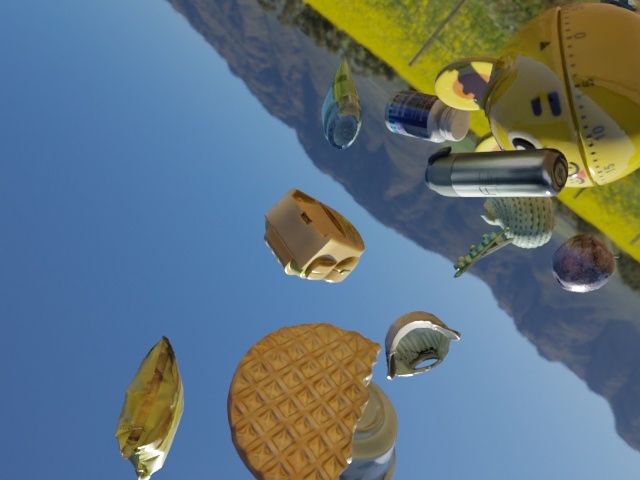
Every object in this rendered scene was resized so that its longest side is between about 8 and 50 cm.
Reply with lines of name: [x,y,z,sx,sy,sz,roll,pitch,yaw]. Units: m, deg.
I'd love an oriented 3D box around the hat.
hat: [0.257,0.275,1.840,0.161,0.232,0.275,56,-176,25]

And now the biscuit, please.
biscuit: [-0.029,0.226,0.968,0.204,0.040,0.309,24,-137,3]

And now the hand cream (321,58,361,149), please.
hand cream: [0.025,-0.185,0.917,0.046,0.095,0.175,13,-151,-14]

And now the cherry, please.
cherry: [0.817,0.075,2.055,0.195,0.195,0.195,36,-164,-12]

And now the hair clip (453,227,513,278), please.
hair clip: [0.342,0.024,1.424,0.049,0.173,0.049,48,159,25]

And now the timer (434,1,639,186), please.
timer: [0.444,-0.254,1.248,0.376,0.386,0.376,34,-130,-54]

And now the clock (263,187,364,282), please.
clock: [0.000,0.000,1.961,0.317,0.200,0.244,11,-140,-55]

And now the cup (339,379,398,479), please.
cup: [0.046,0.433,1.573,0.347,0.163,0.347,15,-144,-11]

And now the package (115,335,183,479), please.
package: [-0.295,0.300,1.155,0.090,0.168,0.226,7,-131,4]

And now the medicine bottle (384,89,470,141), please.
medicine bottle: [0.255,-0.294,1.576,0.191,0.107,0.107,23,-179,41]

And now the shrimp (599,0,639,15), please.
shrimp: [0.826,-0.685,1.758,0.168,0.077,0.317,29,145,37]

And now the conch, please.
conch: [0.517,-0.067,1.666,0.200,0.172,0.131,6,-175,-32]

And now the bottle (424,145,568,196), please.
bottle: [0.293,-0.121,1.139,0.253,0.079,0.096,4,125,48]
